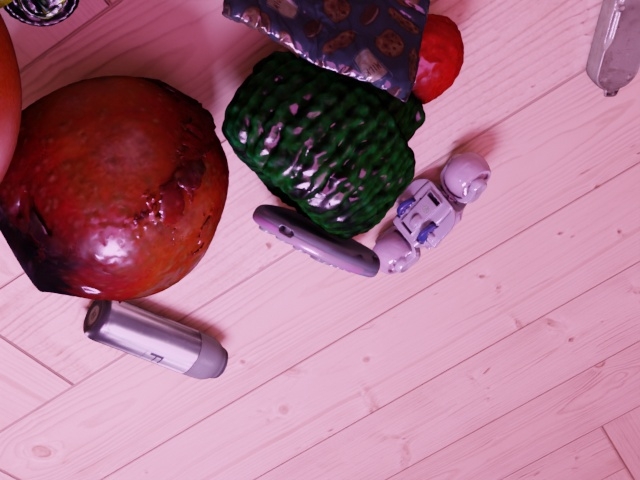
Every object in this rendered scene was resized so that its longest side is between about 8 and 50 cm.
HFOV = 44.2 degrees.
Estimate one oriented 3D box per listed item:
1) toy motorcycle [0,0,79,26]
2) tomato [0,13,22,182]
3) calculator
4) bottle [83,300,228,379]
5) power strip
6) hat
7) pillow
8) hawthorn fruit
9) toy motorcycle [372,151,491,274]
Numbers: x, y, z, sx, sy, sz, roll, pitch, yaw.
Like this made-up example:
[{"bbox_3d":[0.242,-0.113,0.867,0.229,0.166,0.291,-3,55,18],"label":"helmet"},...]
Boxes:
[{"bbox_3d":[-0.265,-0.378,0.822,0.342,0.142,0.206,-41,128,15],"label":"toy motorcycle"},{"bbox_3d":[-0.452,-0.134,0.768,0.321,0.321,0.321,-9,131,-10],"label":"tomato"},{"bbox_3d":[0.000,0.000,1.181,0.041,0.185,0.299,-63,161,4],"label":"calculator"},{"bbox_3d":[-0.274,0.168,1.323,0.253,0.079,0.096,28,154,-34],"label":"bottle"},{"bbox_3d":[0.452,-0.341,1.142,0.080,0.048,0.286,-6,131,-10],"label":"power strip"},{"bbox_3d":[0.049,-0.186,1.063,0.332,0.242,0.274,-49,154,-5],"label":"hat"},{"bbox_3d":[0.016,-0.292,0.944,0.255,0.189,0.034,21,159,-19],"label":"pillow"},{"bbox_3d":[-0.270,-0.063,0.993,0.316,0.316,0.316,-9,131,-10],"label":"hawthorn fruit"},{"bbox_3d":[0.184,-0.041,1.289,0.112,0.112,0.254,25,118,-33],"label":"toy motorcycle"}]
